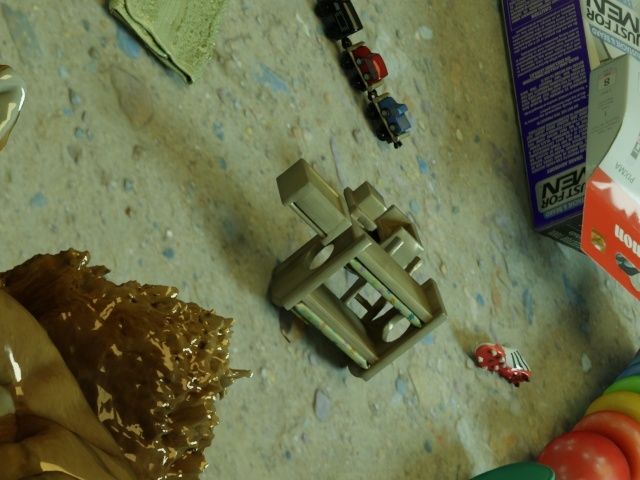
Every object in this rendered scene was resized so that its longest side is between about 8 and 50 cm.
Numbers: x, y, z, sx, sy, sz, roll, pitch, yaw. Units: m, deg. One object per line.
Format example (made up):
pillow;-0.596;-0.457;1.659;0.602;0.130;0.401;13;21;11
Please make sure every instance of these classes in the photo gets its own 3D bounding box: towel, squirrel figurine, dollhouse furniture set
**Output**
towel;-0.122;-0.208;1.652;0.110;0.027;0.148;44;40;-29
squirrel figurine;-0.223;0.085;1.197;0.397;0.281;0.370;31;35;-58
dollhouse furniture set;0.000;0.000;1.662;0.182;0.101;0.161;44;16;-27

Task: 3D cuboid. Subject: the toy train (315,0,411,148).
toy train;0.044;-0.160;1.831;0.027;0.036;0.158;-30;95;-55

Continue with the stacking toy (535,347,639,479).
stacking toy;0.308;0.186;1.912;0.330;0.141;0.141;-27;92;-48

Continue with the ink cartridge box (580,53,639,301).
ink cartridge box;0.337;-0.044;1.952;0.189;0.066;0.232;38;40;-32

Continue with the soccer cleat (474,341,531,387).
soccer cleat;0.169;0.109;1.845;0.083;0.029;0.036;32;38;-43

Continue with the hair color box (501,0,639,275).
hair color box;0.297;-0.151;2.099;0.185;0.110;0.339;22;56;-45

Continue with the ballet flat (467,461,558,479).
ballet flat;0.126;0.258;1.669;0.247;0.083;0.087;-16;107;-55
